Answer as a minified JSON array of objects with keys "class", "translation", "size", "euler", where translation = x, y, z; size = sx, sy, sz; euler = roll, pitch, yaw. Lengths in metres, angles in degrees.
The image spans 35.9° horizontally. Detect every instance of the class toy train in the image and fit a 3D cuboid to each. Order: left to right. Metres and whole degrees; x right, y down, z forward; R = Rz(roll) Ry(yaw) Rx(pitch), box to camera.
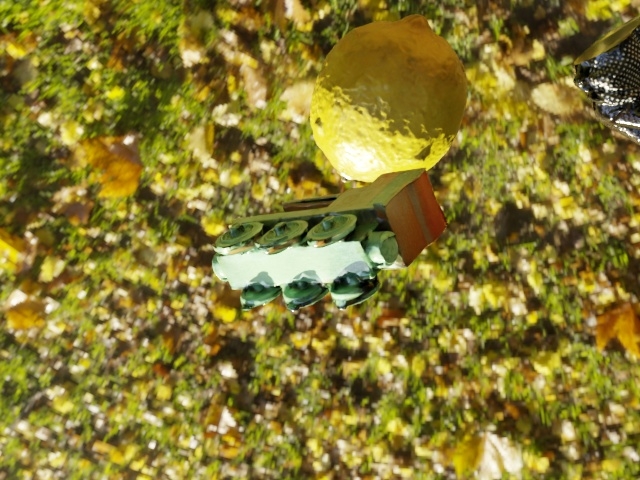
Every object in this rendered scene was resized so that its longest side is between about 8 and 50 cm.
[{"class":"toy train","translation":[0.000,0.000,0.773],"size":[0.175,0.118,0.074],"euler":[-6,116,40]}]

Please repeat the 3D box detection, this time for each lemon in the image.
[{"class":"lemon","translation":[0.086,-0.172,1.244],"size":[0.192,0.192,0.231],"euler":[23,110,-6]}]

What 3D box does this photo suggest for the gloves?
[{"class":"gloves","translation":[0.335,-0.125,0.969],"size":[0.106,0.129,0.181],"euler":[-30,100,24]}]
